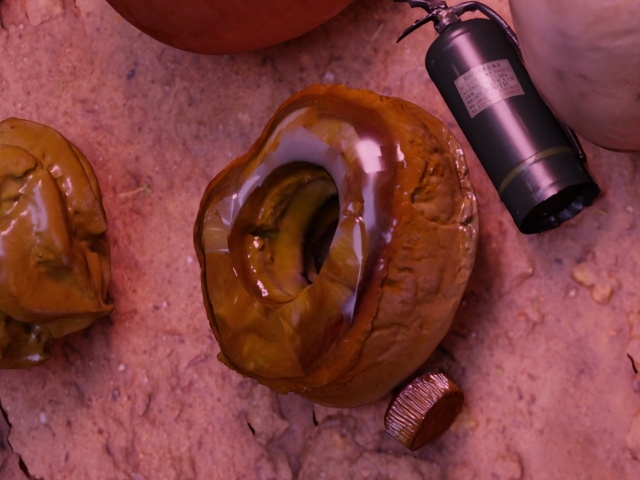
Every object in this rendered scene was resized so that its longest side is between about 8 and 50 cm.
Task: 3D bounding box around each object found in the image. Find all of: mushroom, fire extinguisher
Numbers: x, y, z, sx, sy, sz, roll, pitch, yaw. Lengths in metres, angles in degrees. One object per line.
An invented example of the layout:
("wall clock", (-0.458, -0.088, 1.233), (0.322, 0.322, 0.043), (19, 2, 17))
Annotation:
("mushroom", (0.338, -0.249, 1.656), (0.336, 0.314, 0.314), (-9, 74, 0))
("fire extinguisher", (0.174, -0.148, 1.804), (0.118, 0.093, 0.294), (-25, 66, -6))

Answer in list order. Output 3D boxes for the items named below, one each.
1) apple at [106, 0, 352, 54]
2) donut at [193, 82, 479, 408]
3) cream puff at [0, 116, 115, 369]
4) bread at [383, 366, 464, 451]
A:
("apple", (-0.099, -0.395, 1.858), (0.391, 0.346, 0.391), (-6, 77, 25))
("donut", (0.000, 0.000, 1.804), (0.330, 0.160, 0.330), (-16, 67, 41))
("cream puff", (-0.379, 0.027, 1.992), (0.324, 0.291, 0.257), (-36, 94, 2))
("bread", (0.100, 0.165, 1.780), (0.053, 0.085, 0.085), (41, 100, 25))
